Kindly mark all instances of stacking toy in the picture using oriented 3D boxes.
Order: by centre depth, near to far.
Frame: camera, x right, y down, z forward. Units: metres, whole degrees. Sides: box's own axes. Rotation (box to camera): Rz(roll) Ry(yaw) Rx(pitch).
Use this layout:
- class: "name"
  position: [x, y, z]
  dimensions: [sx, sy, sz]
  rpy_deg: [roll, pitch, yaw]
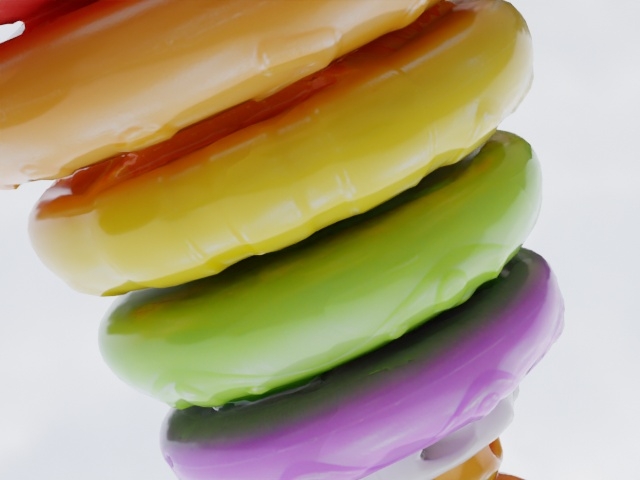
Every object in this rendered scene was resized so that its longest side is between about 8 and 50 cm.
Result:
- class: "stacking toy"
  position: [0.000, 0.000, 0.481]
  dimensions: [0.166, 0.301, 0.175]
  rpy_deg: [-23, -169, 9]
